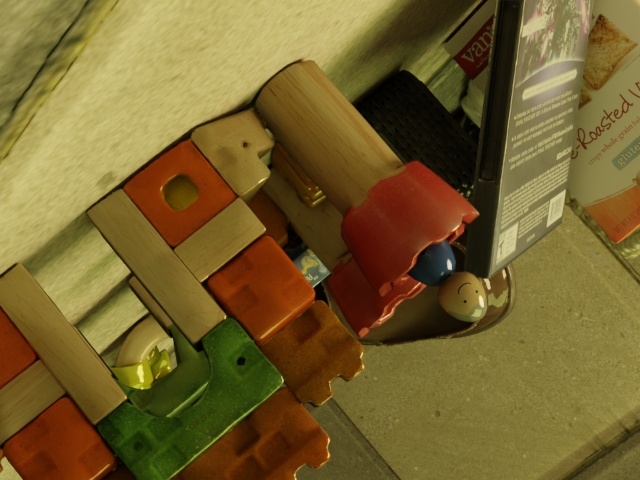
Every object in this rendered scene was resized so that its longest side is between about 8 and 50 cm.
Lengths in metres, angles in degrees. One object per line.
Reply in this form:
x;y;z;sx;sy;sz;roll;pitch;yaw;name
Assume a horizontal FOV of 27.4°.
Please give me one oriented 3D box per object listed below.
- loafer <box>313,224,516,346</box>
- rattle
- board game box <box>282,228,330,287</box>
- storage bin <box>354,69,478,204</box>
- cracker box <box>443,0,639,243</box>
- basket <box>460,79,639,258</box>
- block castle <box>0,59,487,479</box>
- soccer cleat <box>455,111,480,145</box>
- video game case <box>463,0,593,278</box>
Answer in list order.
0.067;0.074;1.530;0.366;0.133;0.130;-16;-177;45;loafer
-0.098;0.106;1.262;0.200;0.130;0.143;-39;167;-1;rattle
0.000;0.000;1.323;0.201;0.035;0.136;-40;-168;-5;board game box
0.072;-0.058;1.165;0.084;0.122;0.180;-39;172;-11;storage bin
0.239;-0.136;1.116;0.156;0.232;0.067;-46;170;33;cracker box
0.355;-0.178;1.342;0.328;0.266;0.331;-41;174;-2;basket
-0.102;0.107;0.929;0.453;0.213;0.303;-39;172;-10;block castle
0.132;-0.062;1.511;0.318;0.108;0.116;-39;172;-35;soccer cleat
0.166;-0.125;0.995;0.196;0.026;0.274;-27;125;-61;video game case
